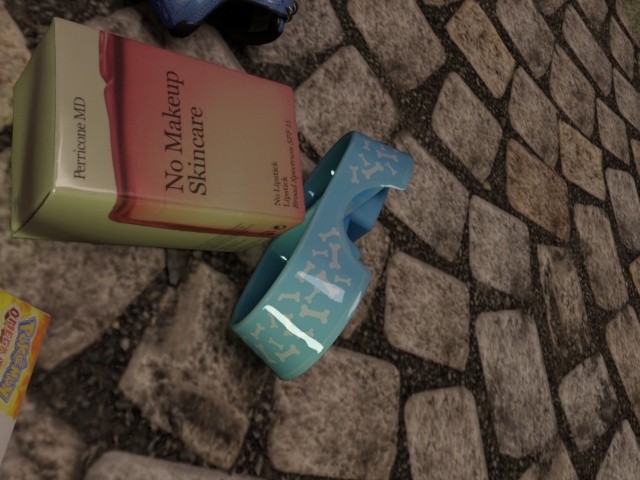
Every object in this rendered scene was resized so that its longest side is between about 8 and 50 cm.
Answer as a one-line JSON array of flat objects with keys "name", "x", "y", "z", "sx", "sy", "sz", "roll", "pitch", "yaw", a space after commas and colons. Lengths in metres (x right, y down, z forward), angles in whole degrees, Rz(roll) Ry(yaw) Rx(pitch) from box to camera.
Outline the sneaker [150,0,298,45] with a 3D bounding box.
[{"name": "sneaker", "x": -0.077, "y": -0.312, "z": 0.705, "sx": 0.330, "sy": 0.130, "sz": 0.147, "roll": -32, "pitch": 111, "yaw": -39}]

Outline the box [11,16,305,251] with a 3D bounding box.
[{"name": "box", "x": -0.145, "y": -0.079, "z": 0.543, "sx": 0.232, "sy": 0.127, "sz": 0.148, "roll": 5, "pitch": 72, "yaw": -40}]

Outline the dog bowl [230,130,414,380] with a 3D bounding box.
[{"name": "dog bowl", "x": 0.000, "y": 0.000, "z": 0.625, "sx": 0.074, "sy": 0.166, "sz": 0.297, "roll": 35, "pitch": 55, "yaw": -12}]

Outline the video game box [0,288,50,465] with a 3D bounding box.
[{"name": "video game box", "x": -0.267, "y": 0.111, "z": 0.358, "sx": 0.187, "sy": 0.048, "sz": 0.205, "roll": 71, "pitch": 25, "yaw": -63}]
